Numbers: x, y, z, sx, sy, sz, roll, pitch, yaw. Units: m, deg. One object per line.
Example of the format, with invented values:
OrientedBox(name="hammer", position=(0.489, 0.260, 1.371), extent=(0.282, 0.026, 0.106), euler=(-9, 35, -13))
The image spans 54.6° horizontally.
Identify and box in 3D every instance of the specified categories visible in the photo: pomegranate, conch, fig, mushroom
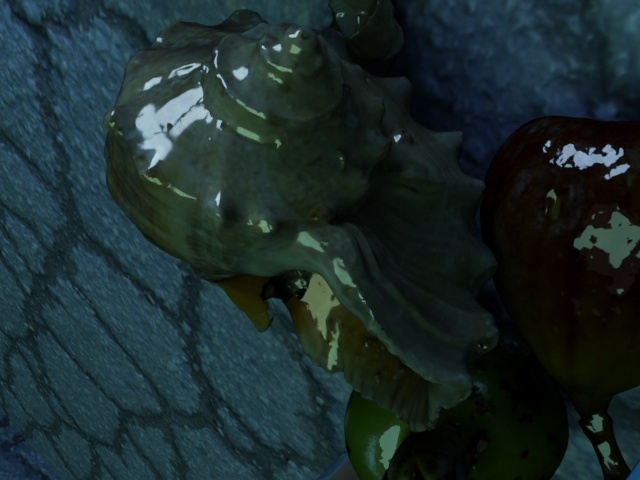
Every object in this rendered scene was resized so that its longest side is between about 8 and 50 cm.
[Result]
OrientedBox(name="pomegranate", position=(0.111, 0.171, 0.548), extent=(0.202, 0.248, 0.202), euler=(3, 100, 16))
OrientedBox(name="conch", position=(0.013, -0.012, 0.453), extent=(0.297, 0.210, 0.352), euler=(46, 174, 18))
OrientedBox(name="fig", position=(0.202, 0.048, 0.434), extent=(0.170, 0.145, 0.274), euler=(4, 105, 42))
OrientedBox(name="mushroom", position=(-0.014, -0.105, 0.578), extent=(0.099, 0.096, 0.278), euler=(27, 127, -9))

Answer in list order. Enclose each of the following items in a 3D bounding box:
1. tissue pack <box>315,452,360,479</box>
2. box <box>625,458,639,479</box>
OrientedBox(name="tissue pack", position=(0.032, 0.344, 0.846), extent=(0.074, 0.094, 0.059), euler=(52, 140, 5))
OrientedBox(name="box", position=(0.261, 0.173, 0.352), extent=(0.083, 0.232, 0.142), euler=(26, -170, -23))
